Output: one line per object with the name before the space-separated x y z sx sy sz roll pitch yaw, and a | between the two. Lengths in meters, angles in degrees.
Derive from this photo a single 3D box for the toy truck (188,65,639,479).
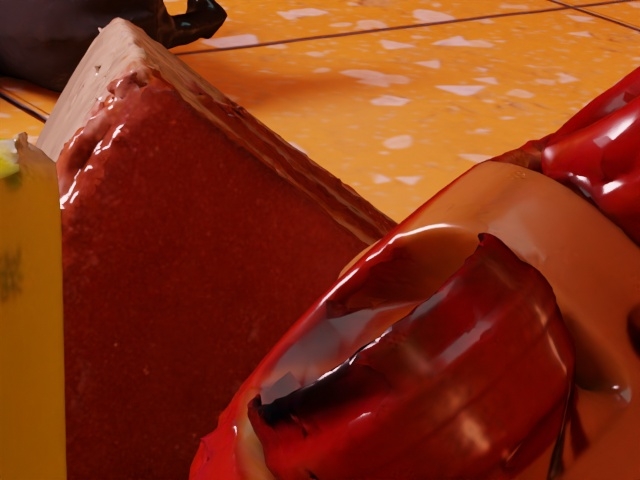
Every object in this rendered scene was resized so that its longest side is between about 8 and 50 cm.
toy truck | 0.061 0.075 0.558 0.265 0.189 0.239 -40 8 -37

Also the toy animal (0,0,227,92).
toy animal | -0.224 -0.164 1.256 0.343 0.106 0.168 8 27 29

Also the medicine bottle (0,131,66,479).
medicine bottle | -0.132 0.104 0.340 0.141 0.250 0.137 8 22 19

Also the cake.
cake | 0.000 0.000 0.765 0.262 0.159 0.158 1 17 -12
